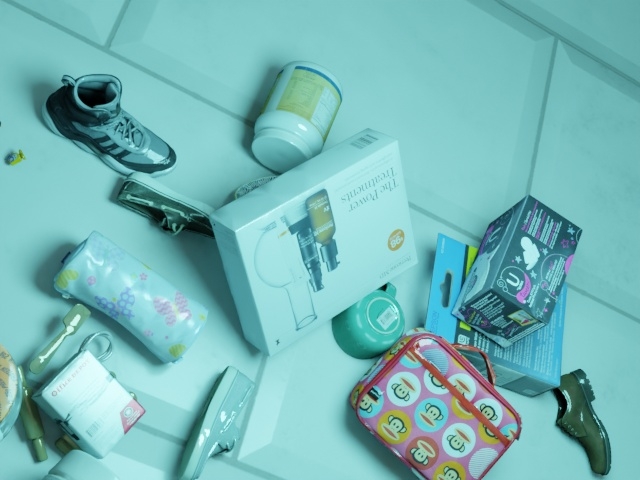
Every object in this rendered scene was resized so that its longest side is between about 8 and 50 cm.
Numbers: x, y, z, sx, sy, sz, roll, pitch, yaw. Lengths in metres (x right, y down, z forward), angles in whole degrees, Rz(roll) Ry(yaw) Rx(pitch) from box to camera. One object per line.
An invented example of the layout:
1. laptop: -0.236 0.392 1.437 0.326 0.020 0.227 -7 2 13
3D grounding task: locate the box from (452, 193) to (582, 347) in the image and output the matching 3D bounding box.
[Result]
1. box: 0.389 0.061 2.005 0.142 0.163 0.247 34 58 -7

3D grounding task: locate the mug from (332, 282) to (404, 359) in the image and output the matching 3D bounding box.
1. mug: 0.100 0.147 1.983 0.129 0.097 0.157 7 68 -25

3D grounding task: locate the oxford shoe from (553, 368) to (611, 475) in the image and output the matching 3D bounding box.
1. oxford shoe: 0.550 0.397 2.146 0.096 0.083 0.227 -17 78 -12

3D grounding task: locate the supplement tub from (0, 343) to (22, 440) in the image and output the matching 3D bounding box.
1. supplement tub: -0.550 0.240 1.472 0.194 0.316 0.193 10 67 -25

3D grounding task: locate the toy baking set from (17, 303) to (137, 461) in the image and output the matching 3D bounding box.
1. toy baking set: -0.421 0.248 1.700 0.197 0.030 0.256 -21 91 -34

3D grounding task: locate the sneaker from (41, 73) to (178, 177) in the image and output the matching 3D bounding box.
1. sneaker: -0.371 -0.211 1.842 0.269 0.153 0.101 27 61 -16

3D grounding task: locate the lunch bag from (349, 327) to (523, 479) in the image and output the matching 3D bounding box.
1. lunch bag: 0.231 0.315 1.917 0.293 0.120 0.258 44 87 -7

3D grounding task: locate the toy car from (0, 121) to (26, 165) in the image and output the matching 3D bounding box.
1. toy car: -0.578 -0.187 1.785 0.040 0.060 0.122 -34 81 -2

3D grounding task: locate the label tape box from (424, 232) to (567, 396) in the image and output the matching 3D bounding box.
1. label tape box: 0.346 0.158 2.105 0.334 0.106 0.240 21 61 -18

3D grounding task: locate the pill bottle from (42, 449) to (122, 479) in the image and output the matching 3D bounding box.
1. pill bottle: -0.439 0.500 1.495 0.204 0.204 0.361 47 57 -4

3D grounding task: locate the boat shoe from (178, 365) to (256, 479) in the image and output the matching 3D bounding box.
1. boat shoe: -0.175 0.331 1.776 0.081 0.079 0.227 30 56 -10

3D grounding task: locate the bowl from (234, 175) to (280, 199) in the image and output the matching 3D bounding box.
1. bowl: -0.080 -0.060 1.962 0.170 0.170 0.080 -19 120 -32

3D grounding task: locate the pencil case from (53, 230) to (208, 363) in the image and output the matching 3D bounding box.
1. pencil case: -0.330 0.101 1.765 0.273 0.113 0.124 35 64 -12

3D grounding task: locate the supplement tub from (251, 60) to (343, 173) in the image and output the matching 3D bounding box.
1. supplement tub: -0.048 -0.247 2.033 0.144 0.144 0.199 30 60 -15

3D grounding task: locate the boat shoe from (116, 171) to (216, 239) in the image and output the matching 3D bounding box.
1. boat shoe: -0.274 -0.046 1.880 0.219 0.078 0.070 26 59 -7

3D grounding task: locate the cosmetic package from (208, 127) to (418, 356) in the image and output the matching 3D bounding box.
1. cosmetic package: 0.000 0.000 1.875 0.377 0.097 0.284 -31 128 -26

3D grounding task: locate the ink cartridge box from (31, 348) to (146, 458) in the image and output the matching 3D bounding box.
1. ink cartridge box: -0.382 0.270 1.661 0.150 0.063 0.109 50 59 -13
